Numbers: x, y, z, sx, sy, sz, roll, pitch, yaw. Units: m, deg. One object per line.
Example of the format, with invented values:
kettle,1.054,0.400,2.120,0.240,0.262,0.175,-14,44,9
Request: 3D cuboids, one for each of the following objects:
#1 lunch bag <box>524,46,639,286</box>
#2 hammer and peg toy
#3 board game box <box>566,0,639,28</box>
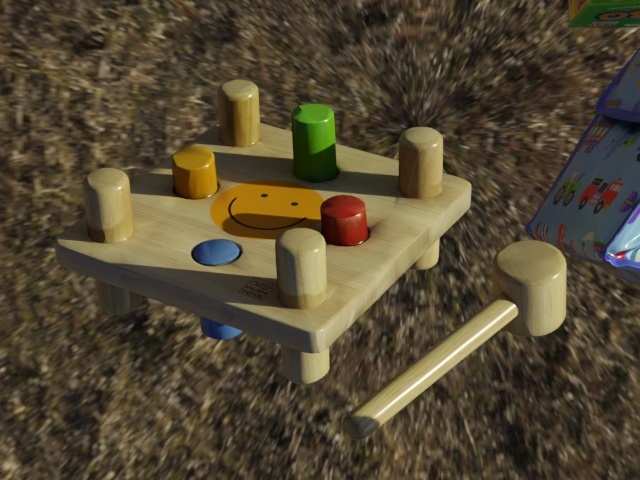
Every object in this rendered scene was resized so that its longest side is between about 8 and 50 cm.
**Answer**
lunch bag,0.331,-0.101,1.279,0.138,0.221,0.293,24,91,-10
hammer and peg toy,0.000,0.000,1.133,0.361,0.266,0.127,18,127,28
board game box,0.236,-0.171,0.883,0.124,0.259,0.039,-1,83,-2
